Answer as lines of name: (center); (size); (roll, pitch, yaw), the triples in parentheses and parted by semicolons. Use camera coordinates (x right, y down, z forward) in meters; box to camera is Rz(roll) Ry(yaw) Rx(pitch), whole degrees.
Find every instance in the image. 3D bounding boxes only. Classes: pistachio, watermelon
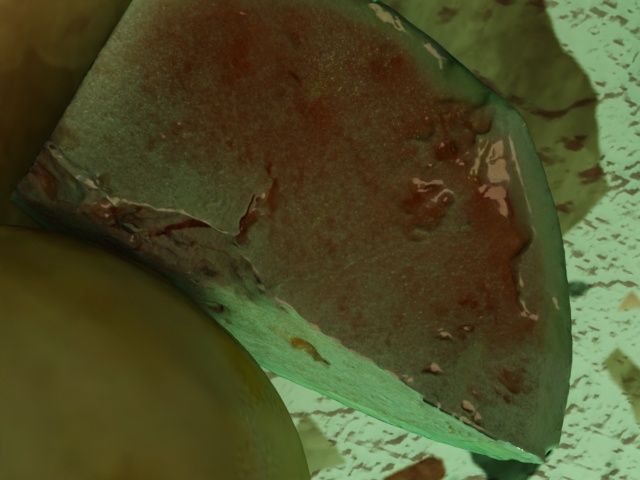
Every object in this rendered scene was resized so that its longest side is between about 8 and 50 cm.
pistachio: (-0.124, 0.139, 0.822); (0.230, 0.230, 0.309); (-31, 84, -5)
watermelon: (0.000, 0.000, 0.866); (0.305, 0.180, 0.224); (32, 119, -8)
